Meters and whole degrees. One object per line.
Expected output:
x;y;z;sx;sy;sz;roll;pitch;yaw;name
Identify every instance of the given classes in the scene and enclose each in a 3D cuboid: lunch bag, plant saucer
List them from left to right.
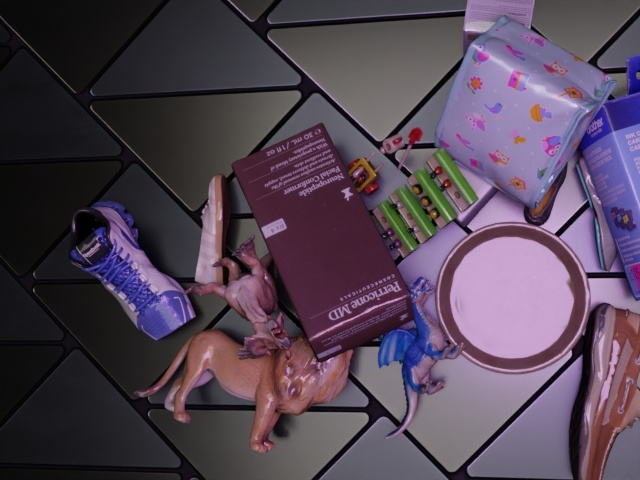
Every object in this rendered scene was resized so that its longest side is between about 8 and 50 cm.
0.349;0.105;1.625;0.277;0.041;0.278;-1;87;12;plant saucer
0.320;-0.197;1.465;0.223;0.262;0.160;34;49;14;lunch bag

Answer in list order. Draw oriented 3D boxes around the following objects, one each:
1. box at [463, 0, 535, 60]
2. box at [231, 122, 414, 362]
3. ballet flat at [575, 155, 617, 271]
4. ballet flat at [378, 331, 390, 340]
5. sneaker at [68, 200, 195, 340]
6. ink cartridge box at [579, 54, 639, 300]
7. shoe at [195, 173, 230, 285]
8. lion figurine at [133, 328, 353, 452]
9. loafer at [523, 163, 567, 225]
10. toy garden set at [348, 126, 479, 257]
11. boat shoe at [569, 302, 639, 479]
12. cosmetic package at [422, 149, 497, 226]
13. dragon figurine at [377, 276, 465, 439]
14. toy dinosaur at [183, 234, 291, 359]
0.315;-0.384;1.572;0.114;0.203;0.103;9;88;9;box
0.000;0.000;1.580;0.191;0.143;0.381;-25;66;-3;box
0.511;-0.053;1.583;0.068;0.072;0.213;-14;83;16;ballet flat
0.067;0.110;1.675;0.188;0.070;0.070;40;95;8;ballet flat
-0.390;0.056;1.698;0.127;0.182;0.315;-37;81;9;sneaker
0.610;-0.123;1.502;0.270;0.151;0.396;-17;82;-7;ink cartridge box
-0.211;-0.020;1.720;0.058;0.076;0.219;2;90;6;shoe
-0.147;0.247;1.667;0.392;0.142;0.240;16;83;15;lion figurine
0.413;-0.111;1.611;0.062;0.061;0.170;12;89;12;loafer
0.145;-0.094;1.585;0.049;0.244;0.204;-28;80;-34;toy garden set
0.511;0.275;1.546;0.119;0.122;0.324;10;90;7;boat shoe
0.292;-0.153;1.616;0.127;0.107;0.238;41;92;13;cosmetic package
0.163;0.209;1.619;0.144;0.085;0.289;34;109;32;dragon figurine
-0.117;0.113;1.608;0.127;0.296;0.200;-36;96;16;toy dinosaur
